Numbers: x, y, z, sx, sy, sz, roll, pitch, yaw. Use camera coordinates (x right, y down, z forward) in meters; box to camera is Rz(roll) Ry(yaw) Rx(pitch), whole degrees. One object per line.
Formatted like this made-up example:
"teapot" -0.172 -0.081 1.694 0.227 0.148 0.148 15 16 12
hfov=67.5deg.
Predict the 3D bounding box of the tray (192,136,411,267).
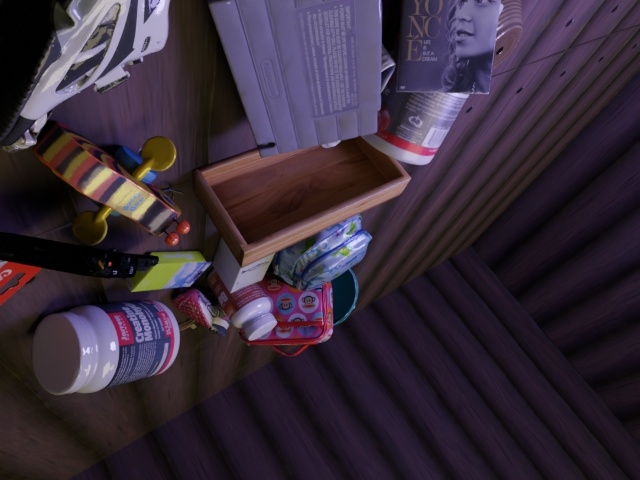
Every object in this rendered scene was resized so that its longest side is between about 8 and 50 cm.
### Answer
"tray" -0.032 -0.118 1.005 0.411 0.202 0.076 -26 160 -26

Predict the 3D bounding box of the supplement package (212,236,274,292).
"supplement package" -0.197 0.037 1.241 0.105 0.105 0.179 -21 156 -34

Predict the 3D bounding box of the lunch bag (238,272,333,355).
"lunch bag" -0.107 0.230 1.497 0.294 0.257 0.120 -6 167 16

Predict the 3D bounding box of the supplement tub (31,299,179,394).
"supplement tub" -0.483 0.239 1.106 0.191 0.191 0.272 -43 160 19

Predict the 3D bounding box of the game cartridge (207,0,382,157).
"game cartridge" -0.021 -0.275 0.726 0.231 0.068 0.355 -16 152 -3

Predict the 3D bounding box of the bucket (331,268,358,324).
"bucket" -0.001 0.168 1.646 0.281 0.281 0.183 -38 166 6

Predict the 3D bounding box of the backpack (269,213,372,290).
"backpack" 0.000 0.000 1.300 0.290 0.273 0.355 -27 151 -14

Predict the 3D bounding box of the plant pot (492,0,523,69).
"plant pot" 0.349 -0.441 1.031 0.238 0.109 0.237 -30 159 -13

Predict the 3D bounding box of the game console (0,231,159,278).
"game console" -0.401 0.026 0.828 0.361 0.214 0.043 79 21 -86

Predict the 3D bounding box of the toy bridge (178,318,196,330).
"toy bridge" -0.480 0.303 1.510 0.188 0.026 0.063 -32 159 -11

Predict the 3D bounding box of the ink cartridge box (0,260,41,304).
"ink cartridge box" -0.582 0.081 0.783 0.189 0.066 0.232 -38 157 8

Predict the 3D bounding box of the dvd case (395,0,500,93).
"dvd case" 0.216 -0.363 0.805 0.165 0.221 0.018 0 -163 -3

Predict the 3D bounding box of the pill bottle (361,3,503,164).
"pill bottle" 0.211 -0.324 0.934 0.176 0.176 0.318 -13 137 -48

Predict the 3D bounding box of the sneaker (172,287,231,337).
"sneaker" -0.331 0.190 1.399 0.111 0.121 0.299 -61 166 -17

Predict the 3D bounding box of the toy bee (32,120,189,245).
"toy bee" -0.279 -0.074 0.754 0.195 0.162 0.298 -56 157 20

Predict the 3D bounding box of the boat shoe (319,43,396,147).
"boat shoe" 0.059 -0.256 0.914 0.095 0.084 0.258 -26 160 -31

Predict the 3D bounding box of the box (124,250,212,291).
"box" -0.359 0.072 1.146 0.109 0.042 0.178 -43 160 23

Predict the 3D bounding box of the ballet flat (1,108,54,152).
"ballet flat" -0.377 -0.146 0.614 0.114 0.041 0.041 -44 159 24

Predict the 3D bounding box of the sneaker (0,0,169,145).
"sneaker" -0.251 -0.218 0.530 0.331 0.122 0.146 -42 158 19

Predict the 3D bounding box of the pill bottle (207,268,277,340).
"pill bottle" -0.216 0.165 1.338 0.121 0.216 0.121 -31 160 -13
